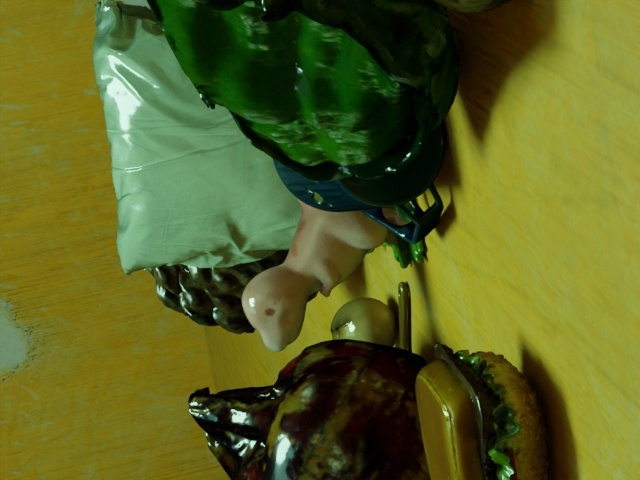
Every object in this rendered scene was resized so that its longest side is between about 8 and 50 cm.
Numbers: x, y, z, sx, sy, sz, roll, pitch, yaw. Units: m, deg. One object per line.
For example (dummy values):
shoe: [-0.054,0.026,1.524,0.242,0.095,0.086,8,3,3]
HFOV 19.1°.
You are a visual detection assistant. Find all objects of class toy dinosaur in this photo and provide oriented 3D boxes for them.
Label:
toy dinosaur: [-0.002,-0.002,1.855,0.152,0.177,0.194,-161,61,-78]

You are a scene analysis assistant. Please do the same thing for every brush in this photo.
brush: [0.086,0.108,1.973,0.043,0.014,0.170,-115,17,-47]

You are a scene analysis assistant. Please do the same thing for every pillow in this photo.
pillow: [-0.085,-0.117,1.956,0.138,0.283,0.310,-76,-18,-67]

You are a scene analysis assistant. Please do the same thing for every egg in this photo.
egg: [0.048,0.095,2.008,0.083,0.071,0.071,144,114,-76]

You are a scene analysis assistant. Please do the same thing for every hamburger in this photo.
hamburger: [0.138,0.169,1.530,0.137,0.087,0.166,-124,23,-64]

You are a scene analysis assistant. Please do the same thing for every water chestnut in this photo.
water chestnut: [0.015,0.223,1.843,0.289,0.244,0.289,165,90,-81]

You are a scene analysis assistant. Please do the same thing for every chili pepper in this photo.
chili pepper: [-0.002,-0.171,1.415,0.385,0.213,0.167,45,-132,-69]

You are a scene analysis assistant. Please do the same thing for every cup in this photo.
cup: [0.049,-0.071,1.693,0.176,0.131,0.155,50,171,-12]

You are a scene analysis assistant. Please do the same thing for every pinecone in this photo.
pinecone: [-0.087,-0.008,2.167,0.257,0.243,0.243,111,145,-71]

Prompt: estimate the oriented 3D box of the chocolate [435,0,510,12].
chocolate: [0.071,-0.217,1.312,0.167,0.072,0.072,35,-176,-19]
